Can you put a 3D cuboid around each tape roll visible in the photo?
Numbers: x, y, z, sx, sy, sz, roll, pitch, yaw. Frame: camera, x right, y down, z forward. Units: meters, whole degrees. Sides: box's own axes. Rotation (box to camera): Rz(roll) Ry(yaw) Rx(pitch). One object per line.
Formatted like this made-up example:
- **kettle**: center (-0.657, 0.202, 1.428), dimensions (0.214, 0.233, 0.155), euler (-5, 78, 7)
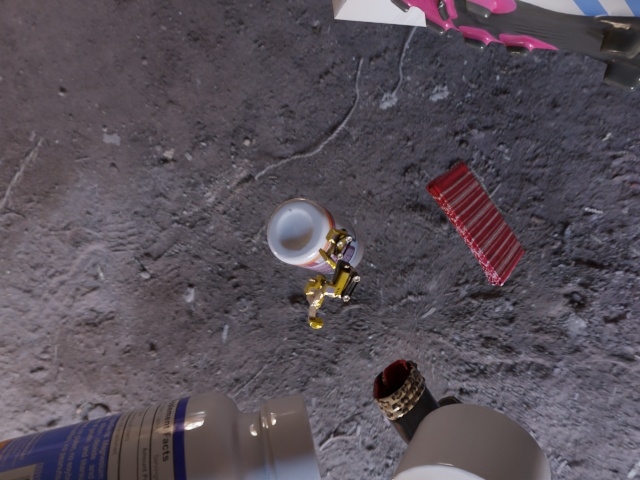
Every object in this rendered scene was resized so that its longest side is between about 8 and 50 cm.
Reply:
- **tape roll**: center (0.248, 0.425, 0.864), dimensions (0.246, 0.169, 0.246), euler (10, 112, 26)

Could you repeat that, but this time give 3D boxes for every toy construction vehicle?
- **toy construction vehicle**: center (0.006, 0.039, 0.583), dimensions (0.035, 0.086, 0.098), euler (21, 107, -24)

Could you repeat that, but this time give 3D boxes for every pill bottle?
- **pill bottle**: center (-0.135, 0.215, 0.432), dimensions (0.272, 0.152, 0.152), euler (-12, 79, -7)
- **pill bottle**: center (0.000, 0.000, 0.994), dimensions (0.121, 0.221, 0.121), euler (-5, 78, 24)

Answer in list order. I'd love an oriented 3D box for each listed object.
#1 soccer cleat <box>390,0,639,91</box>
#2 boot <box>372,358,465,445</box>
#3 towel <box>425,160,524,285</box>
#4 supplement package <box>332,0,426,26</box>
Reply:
- **soccer cleat**: center (0.191, -0.223, 0.411), dimensions (0.331, 0.116, 0.143), euler (32, 98, 26)
- **boot**: center (0.266, 0.426, 1.299), dimensions (0.138, 0.377, 0.284), euler (-32, 93, 25)
- **towel**: center (0.364, -0.047, 1.195), dimensions (0.031, 0.199, 0.275), euler (-34, 90, 43)
- **supplement package**: center (0.117, -0.429, 0.845), dimensions (0.179, 0.105, 0.105), euler (-3, 86, -19)
